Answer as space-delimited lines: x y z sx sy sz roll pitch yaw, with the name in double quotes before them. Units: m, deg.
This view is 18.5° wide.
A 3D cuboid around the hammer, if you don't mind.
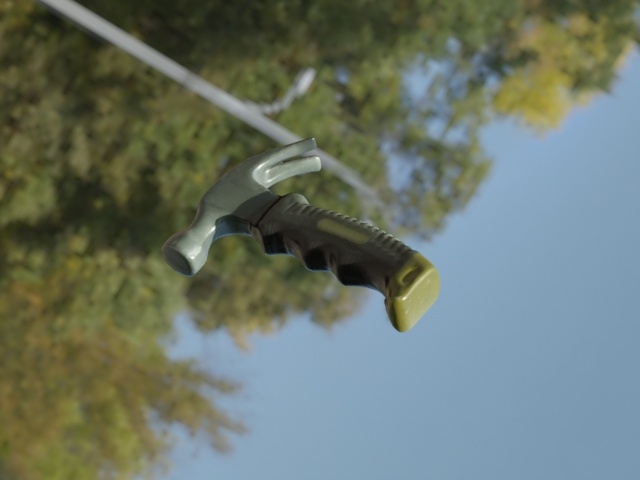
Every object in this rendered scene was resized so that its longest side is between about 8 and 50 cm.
"hammer" 0.000 0.000 1.585 0.226 0.041 0.159 25 -122 34
